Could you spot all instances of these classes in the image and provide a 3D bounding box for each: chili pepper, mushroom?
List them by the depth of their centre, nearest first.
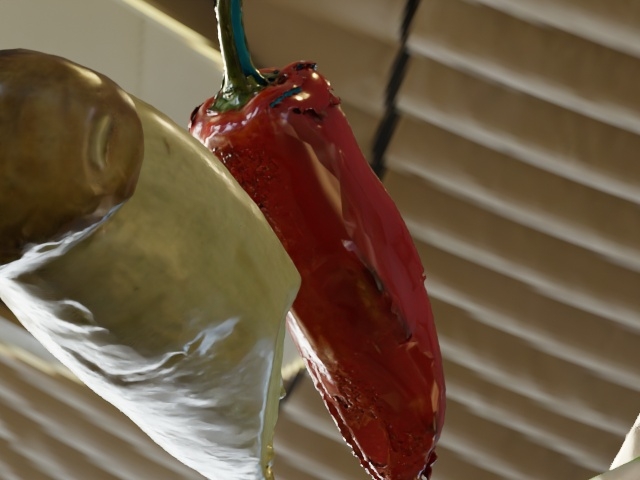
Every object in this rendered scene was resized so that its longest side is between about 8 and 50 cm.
[{"bbox_3d":[-0.061,0.025,0.769,0.107,0.087,0.333,-7,-28,19],"label":"mushroom"},{"bbox_3d":[0.000,0.000,1.244,0.110,0.110,0.387,-11,-67,40],"label":"chili pepper"}]

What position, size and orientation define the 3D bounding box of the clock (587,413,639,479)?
[{"bbox_3d":[0.227,0.101,0.779,0.235,0.166,0.309,8,-56,-23],"label":"clock"}]
